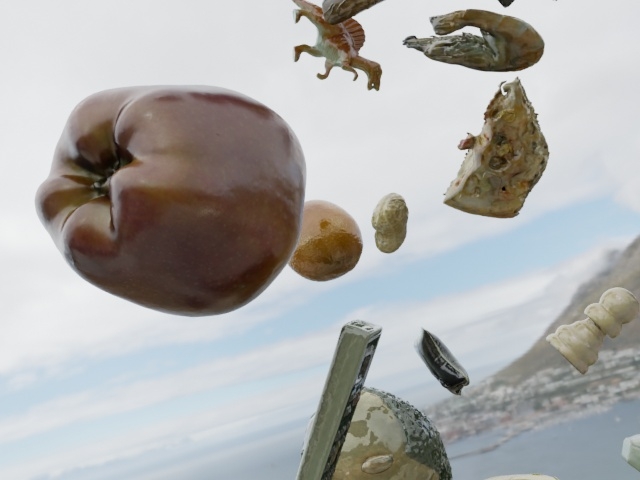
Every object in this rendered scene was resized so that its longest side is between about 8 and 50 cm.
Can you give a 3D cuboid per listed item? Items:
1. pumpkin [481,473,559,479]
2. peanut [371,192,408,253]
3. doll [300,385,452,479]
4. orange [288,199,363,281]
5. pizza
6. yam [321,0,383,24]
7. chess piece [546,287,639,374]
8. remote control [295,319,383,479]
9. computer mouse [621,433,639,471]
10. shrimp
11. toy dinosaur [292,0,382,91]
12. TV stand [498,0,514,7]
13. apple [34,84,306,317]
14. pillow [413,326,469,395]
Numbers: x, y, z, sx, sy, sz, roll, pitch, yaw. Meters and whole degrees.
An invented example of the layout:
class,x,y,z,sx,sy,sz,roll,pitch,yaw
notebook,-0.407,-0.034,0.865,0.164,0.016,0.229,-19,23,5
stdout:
class,x,y,z,sx,sy,sz,roll,pitch,yaw
pumpkin,0.397,0.562,1.517,0.218,0.110,0.217,-8,-12,-2
peanut,0.147,-0.034,1.565,0.080,0.080,0.174,-14,-39,-9
doll,0.120,0.413,1.305,0.247,0.247,0.349,-21,-37,19
orange,0.000,0.000,1.740,0.206,0.206,0.206,-15,-13,-4
pizza,0.376,-0.181,1.486,0.189,0.296,0.071,20,17,-2
yam,0.103,-0.394,1.095,0.241,0.056,0.057,-17,-11,34
chess piece,0.507,0.157,1.333,0.170,0.094,0.094,-46,-20,10
remote control,0.017,0.239,0.912,0.038,0.285,0.123,17,-1,15
computer mouse,0.848,0.527,1.588,0.145,0.429,0.228,-55,14,-2
shrimp,0.243,-0.334,1.212,0.254,0.059,0.145,17,-15,22
toy dinosaur,0.023,-0.346,1.201,0.142,0.212,0.057,-6,-10,-14
TV stand,0.367,-0.437,1.258,0.256,0.049,0.040,-29,-12,-50
apple,-0.166,-0.051,0.887,0.288,0.288,0.317,-23,-19,29
pillow,0.226,0.227,1.364,0.055,0.135,0.091,-40,-21,5
